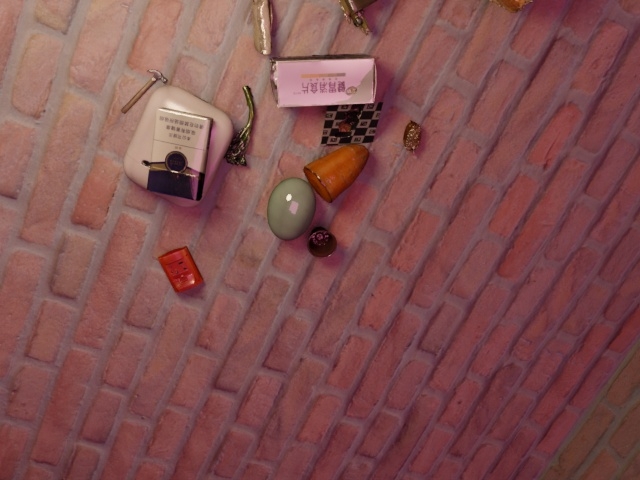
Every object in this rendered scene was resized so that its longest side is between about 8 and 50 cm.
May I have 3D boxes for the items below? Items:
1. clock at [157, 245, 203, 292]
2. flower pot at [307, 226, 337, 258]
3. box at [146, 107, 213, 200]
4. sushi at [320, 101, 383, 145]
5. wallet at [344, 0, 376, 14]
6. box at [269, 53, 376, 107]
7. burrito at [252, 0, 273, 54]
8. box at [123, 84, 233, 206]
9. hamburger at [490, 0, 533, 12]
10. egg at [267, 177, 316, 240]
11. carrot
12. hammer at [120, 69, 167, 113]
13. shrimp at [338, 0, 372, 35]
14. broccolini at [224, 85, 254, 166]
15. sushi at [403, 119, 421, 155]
[{"bbox_3d":[-0.510,0.107,1.991,0.113,0.061,0.155,-22,111,0],"label":"clock"},{"bbox_3d":[0.000,0.000,2.016,0.111,0.089,0.111,-3,111,-8],"label":"flower pot"},{"bbox_3d":[-0.429,-0.262,1.675,0.168,0.071,0.260,11,104,-2],"label":"box"},{"bbox_3d":[0.099,-0.410,1.854,0.192,0.051,0.215,-6,154,-10],"label":"sushi"},{"bbox_3d":[0.094,-0.802,1.664,0.110,0.031,0.198,-32,104,-7],"label":"wallet"},{"bbox_3d":[-0.001,-0.517,1.762,0.332,0.173,0.145,-5,111,-8],"label":"box"},{"bbox_3d":[-0.181,-0.699,1.712,0.060,0.087,0.226,-8,109,-16],"label":"burrito"},{"bbox_3d":[-0.460,-0.301,1.775,0.288,0.141,0.349,27,105,-7],"label":"box"},{"bbox_3d":[0.580,-0.951,1.634,0.286,0.268,0.446,20,111,-18],"label":"hamburger"},{"bbox_3d":[-0.102,-0.108,1.913,0.167,0.168,0.231,9,115,-13],"label":"egg"},{"bbox_3d":[0.067,-0.258,1.906,0.225,0.159,0.159,-40,113,-3],"label":"carrot"},{"bbox_3d":[-0.579,-0.479,1.766,0.182,0.017,0.062,-41,112,9],"label":"hammer"},{"bbox_3d":[0.123,-0.810,1.719,0.168,0.077,0.318,-19,108,-2],"label":"shrimp"},{"bbox_3d":[-0.289,-0.387,1.840,0.123,0.062,0.272,7,103,-18],"label":"broccolini"},{"bbox_3d":[0.328,-0.365,1.945,0.052,0.055,0.121,3,113,-17],"label":"sushi"}]
